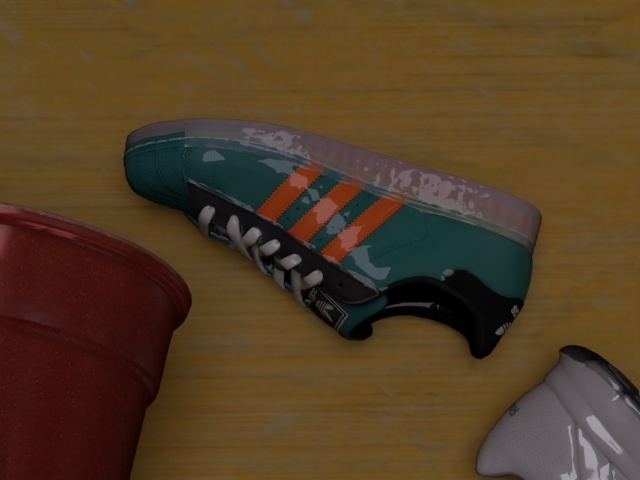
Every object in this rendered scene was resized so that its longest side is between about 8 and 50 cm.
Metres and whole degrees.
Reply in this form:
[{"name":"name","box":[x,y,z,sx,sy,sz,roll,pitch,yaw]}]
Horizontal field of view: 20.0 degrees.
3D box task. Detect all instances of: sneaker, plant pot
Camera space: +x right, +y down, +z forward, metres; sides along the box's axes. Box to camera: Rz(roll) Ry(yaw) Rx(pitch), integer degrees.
[{"name":"sneaker","box":[0.227,0.217,1.250,0.129,0.111,0.297,-39,77,8]},{"name":"sneaker","box":[0.000,0.000,1.275,0.302,0.108,0.121,14,74,1]},{"name":"plant pot","box":[-0.232,0.144,1.139,0.272,0.272,0.265,6,69,1]}]
